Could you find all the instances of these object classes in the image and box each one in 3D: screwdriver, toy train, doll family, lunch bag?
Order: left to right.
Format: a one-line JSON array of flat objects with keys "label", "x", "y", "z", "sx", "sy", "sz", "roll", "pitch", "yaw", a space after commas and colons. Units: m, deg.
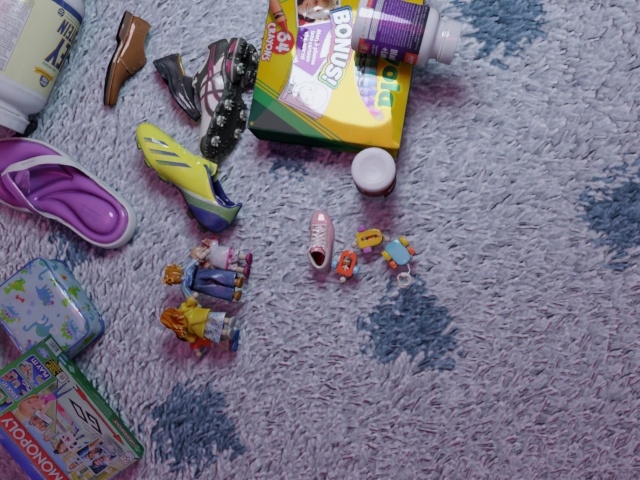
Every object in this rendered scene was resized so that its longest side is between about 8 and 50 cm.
[{"label": "screwdriver", "x": -0.724, "y": -0.224, "z": 1.391, "sx": 0.170, "sy": 0.024, "sz": 0.025, "roll": -36, "pitch": 53, "yaw": 5}, {"label": "lunch bag", "x": -0.594, "y": 0.159, "z": 1.303, "sx": 0.176, "sy": 0.090, "sz": 0.219, "roll": -40, "pitch": 82, "yaw": 2}, {"label": "doll family", "x": -0.248, "y": 0.114, "z": 1.244, "sx": 0.163, "sy": 0.118, "sz": 0.263, "roll": 9, "pitch": 86, "yaw": 9}, {"label": "toy train", "x": 0.113, "y": 0.038, "z": 1.240, "sx": 0.166, "sy": 0.046, "sz": 0.125, "roll": 12, "pitch": 88, "yaw": 12}]

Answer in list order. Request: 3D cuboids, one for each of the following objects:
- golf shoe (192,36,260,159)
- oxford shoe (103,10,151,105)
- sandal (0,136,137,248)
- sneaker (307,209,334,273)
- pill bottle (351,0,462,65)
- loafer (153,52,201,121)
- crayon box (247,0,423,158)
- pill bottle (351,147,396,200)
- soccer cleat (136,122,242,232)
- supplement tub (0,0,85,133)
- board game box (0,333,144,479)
[{"label": "golf shoe", "x": -0.220, "y": -0.306, "z": 1.301, "sx": 0.120, "sy": 0.105, "sz": 0.273, "roll": 11, "pitch": 81, "yaw": 25}, {"label": "oxford shoe", "x": -0.433, "y": -0.396, "z": 1.345, "sx": 0.076, "sy": 0.076, "sz": 0.212, "roll": 17, "pitch": 100, "yaw": -30}, {"label": "sandal", "x": -0.593, "y": -0.120, "z": 1.320, "sx": 0.416, "sy": 0.102, "sz": 0.169, "roll": 23, "pitch": 88, "yaw": 8}, {"label": "sneaker", "x": 0.000, "y": 0.000, "z": 1.245, "sx": 0.051, "sy": 0.070, "sz": 0.134, "roll": -3, "pitch": 83, "yaw": 10}, {"label": "pill bottle", "x": 0.162, "y": -0.393, "z": 1.138, "sx": 0.193, "sy": 0.108, "sz": 0.108, "roll": 14, "pitch": 87, "yaw": 5}, {"label": "loafer", "x": -0.303, "y": -0.341, "z": 1.324, "sx": 0.061, "sy": 0.062, "sz": 0.170, "roll": -32, "pitch": 83, "yaw": -1}, {"label": "crayon box", "x": 0.038, "y": -0.376, "z": 1.255, "sx": 0.313, "sy": 0.106, "sz": 0.363, "roll": 9, "pitch": 86, "yaw": 9}, {"label": "pill bottle", "x": 0.109, "y": -0.127, "z": 1.199, "sx": 0.086, "sy": 0.152, "sz": 0.086, "roll": -1, "pitch": 85, "yaw": 8}, {"label": "soccer cleat", "x": -0.275, "y": -0.148, "z": 1.277, "sx": 0.121, "sy": 0.093, "sz": 0.289, "roll": -40, "pitch": 87, "yaw": 22}, {"label": "supplement tub", "x": -0.677, "y": -0.419, "z": 1.293, "sx": 0.235, "sy": 0.235, "sz": 0.325, "roll": 22, "pitch": 89, "yaw": 9}, {"label": "board game box", "x": -0.552, "y": 0.383, "z": 1.253, "sx": 0.213, "sy": 0.046, "sz": 0.317, "roll": -35, "pitch": 99, "yaw": 3}]
